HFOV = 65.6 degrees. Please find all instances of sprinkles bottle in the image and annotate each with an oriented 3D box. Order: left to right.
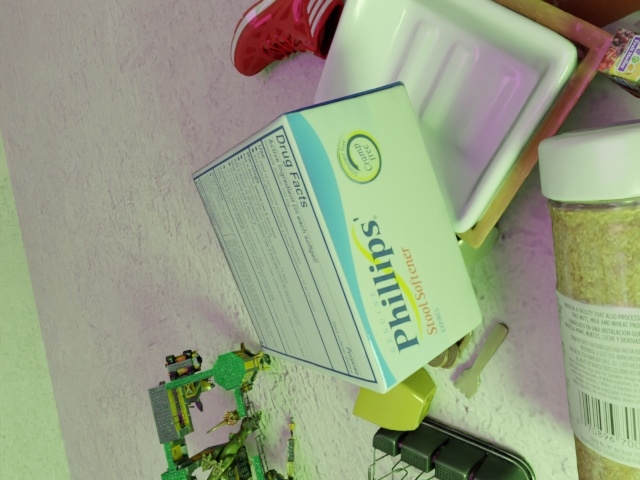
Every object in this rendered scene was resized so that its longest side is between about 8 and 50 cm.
[{"bbox_3d":[0.268,0.080,0.424,0.121,0.121,0.356,-1,104,44],"label":"sprinkles bottle"}]

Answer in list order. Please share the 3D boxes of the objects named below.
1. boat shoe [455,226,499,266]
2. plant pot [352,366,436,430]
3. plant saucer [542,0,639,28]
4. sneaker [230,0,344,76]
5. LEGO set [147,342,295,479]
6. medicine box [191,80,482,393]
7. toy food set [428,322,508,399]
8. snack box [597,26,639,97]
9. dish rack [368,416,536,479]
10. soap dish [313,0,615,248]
[{"bbox_3d":[0.153,0.018,0.610,0.137,0.049,0.043,-39,33,20],"label":"boat shoe"},{"bbox_3d":[0.105,0.204,0.666,0.083,0.081,0.082,22,110,28],"label":"plant pot"},{"bbox_3d":[0.294,-0.353,0.442,0.258,0.047,0.259,-16,84,44],"label":"plant saucer"},{"bbox_3d":[-0.052,-0.303,0.754,0.221,0.087,0.128,-41,66,40],"label":"sneaker"},{"bbox_3d":[-0.160,0.350,0.908,0.254,0.192,0.332,-28,77,12],"label":"LEGO set"},{"bbox_3d":[0.000,0.000,0.579,0.289,0.149,0.264,-7,105,59],"label":"medicine box"},{"bbox_3d":[0.136,0.104,0.648,0.192,0.038,0.133,39,120,34],"label":"toy food set"},{"bbox_3d":[0.297,-0.125,0.397,0.100,0.141,0.037,35,117,36],"label":"snack box"},{"bbox_3d":[0.153,0.383,0.644,0.208,0.074,0.272,9,102,44],"label":"dish rack"},{"bbox_3d":[0.135,-0.170,0.550,0.291,0.118,0.229,47,131,31],"label":"soap dish"}]
